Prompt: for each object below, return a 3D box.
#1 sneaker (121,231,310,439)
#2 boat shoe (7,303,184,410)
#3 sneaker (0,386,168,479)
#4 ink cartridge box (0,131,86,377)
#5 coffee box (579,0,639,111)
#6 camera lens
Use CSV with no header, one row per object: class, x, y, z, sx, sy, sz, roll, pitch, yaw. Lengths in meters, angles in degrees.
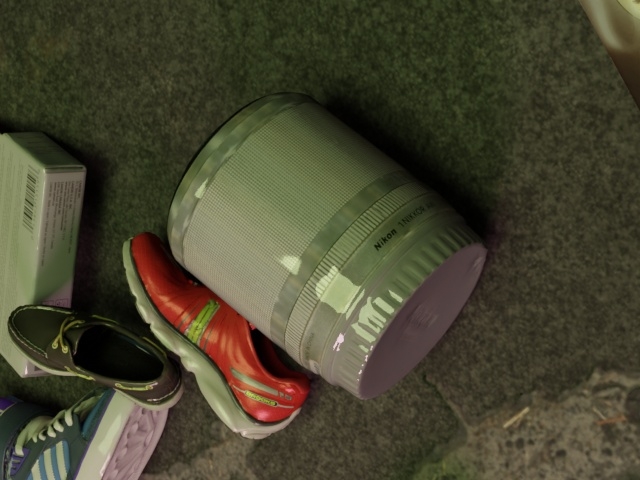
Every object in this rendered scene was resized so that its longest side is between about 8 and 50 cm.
sneaker,-0.112,0.089,1.739,0.118,0.107,0.279,-42,81,15
boat shoe,-0.261,0.120,1.752,0.228,0.081,0.068,20,156,15
sneaker,-0.334,0.235,1.884,0.236,0.130,0.322,35,124,17
ink cartridge box,-0.379,-0.004,1.899,0.239,0.060,0.275,36,123,49
coffee box,0.346,-0.189,1.333,0.168,0.119,0.297,-30,85,34
camera lens,0.000,0.000,1.549,0.274,0.219,0.219,39,120,20
